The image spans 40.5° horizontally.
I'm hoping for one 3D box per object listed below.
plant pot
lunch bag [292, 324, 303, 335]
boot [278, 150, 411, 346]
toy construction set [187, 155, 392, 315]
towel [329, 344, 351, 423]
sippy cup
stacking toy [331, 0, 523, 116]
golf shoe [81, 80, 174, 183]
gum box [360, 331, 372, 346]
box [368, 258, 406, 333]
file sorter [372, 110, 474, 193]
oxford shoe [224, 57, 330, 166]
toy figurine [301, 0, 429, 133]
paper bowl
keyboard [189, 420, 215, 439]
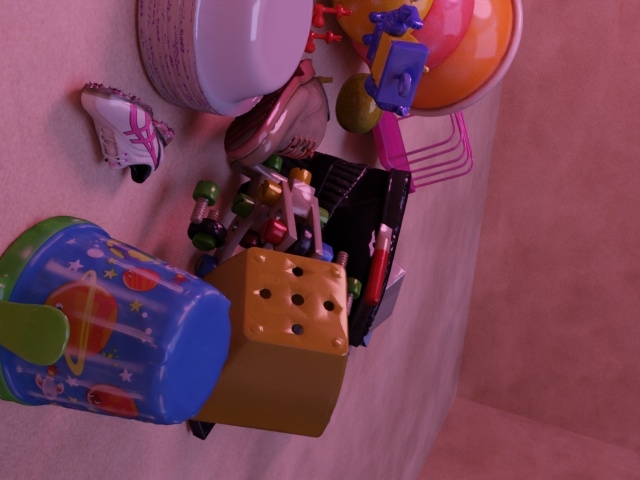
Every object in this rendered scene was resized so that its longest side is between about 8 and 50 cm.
[{"bbox_3d":[-0.063,0.128,1.203,0.187,0.212,0.212,124,-27,-50],"label":"plant pot"},{"bbox_3d":[-0.002,0.121,1.719,0.279,0.108,0.224,109,-12,-49],"label":"lunch bag"},{"bbox_3d":[0.000,0.001,1.516,0.131,0.260,0.348,85,19,-64],"label":"boot"},{"bbox_3d":[-0.037,-0.037,1.369,0.257,0.309,0.237,114,-8,-61],"label":"toy construction set"},{"bbox_3d":[0.029,0.262,1.929,0.324,0.056,0.312,122,-10,-72],"label":"towel"},{"bbox_3d":[-0.235,0.107,1.017,0.305,0.224,0.240,-50,149,-51],"label":"sippy cup"},{"bbox_3d":[0.140,-0.451,1.621,0.480,0.350,0.351,14,91,-55],"label":"stacking toy"},{"bbox_3d":[-0.240,-0.129,1.067,0.186,0.067,0.086,47,61,-67],"label":"golf shoe"},{"bbox_3d":[0.127,0.172,2.322,0.157,0.041,0.184,66,43,-60],"label":"gum box"},{"bbox_3d":[0.119,0.126,2.052,0.113,0.094,0.275,-37,162,-19],"label":"box"},{"bbox_3d":[0.234,-0.256,1.990,0.290,0.182,0.202,28,47,-70],"label":"file sorter"},{"bbox_3d":[-0.045,-0.181,1.352,0.130,0.123,0.348,54,28,-15],"label":"oxford shoe"},{"bbox_3d":[0.086,-0.285,1.455,0.217,0.191,0.362,-111,-149,-46],"label":"toy figurine"},{"bbox_3d":[-0.111,-0.308,1.178,0.284,0.148,0.284,16,90,-71],"label":"paper bowl"},{"bbox_3d":[-0.154,0.237,1.615,0.317,0.033,0.201,-55,144,-43],"label":"keyboard"}]
